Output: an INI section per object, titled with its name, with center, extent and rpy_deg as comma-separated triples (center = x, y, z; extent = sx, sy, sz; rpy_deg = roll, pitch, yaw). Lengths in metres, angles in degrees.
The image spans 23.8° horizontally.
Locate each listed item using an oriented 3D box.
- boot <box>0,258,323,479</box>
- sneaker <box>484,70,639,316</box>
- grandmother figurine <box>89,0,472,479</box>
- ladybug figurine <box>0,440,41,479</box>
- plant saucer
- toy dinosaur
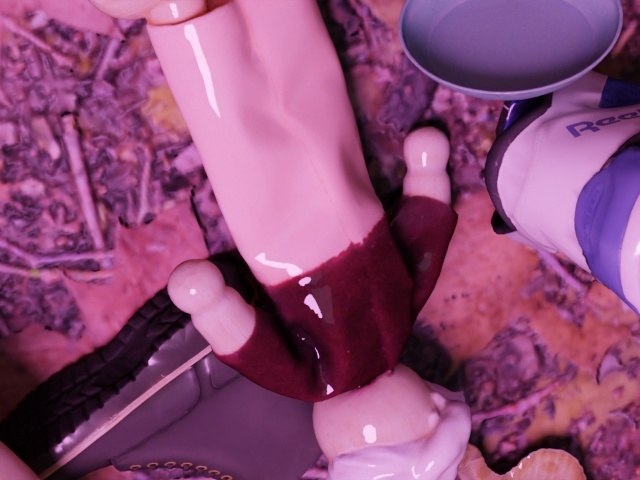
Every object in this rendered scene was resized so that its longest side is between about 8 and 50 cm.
[boot]
center = -0.089, 0.123, 0.856
extent = 0.198, 0.077, 0.137
rpy_deg = -37, 117, 0
[sneaker]
center = 0.202, -0.041, 0.853
extent = 0.315, 0.182, 0.128
rpy_deg = -1, 112, -45
[grandmother figurine]
center = 0.000, 0.000, 0.815
extent = 0.207, 0.104, 0.342
rpy_deg = -28, 110, -28
[ladybug figurine]
center = -0.325, 0.174, 0.722
extent = 0.449, 0.162, 0.305
rpy_deg = 14, 126, -14
[plant saucer]
center = 0.102, -0.112, 0.815
extent = 0.119, 0.119, 0.021
rpy_deg = -20, 138, -8
[toy dinosaur]
center = 0.141, 0.174, 0.940
extent = 0.183, 0.053, 0.093
rpy_deg = 18, 100, -19
